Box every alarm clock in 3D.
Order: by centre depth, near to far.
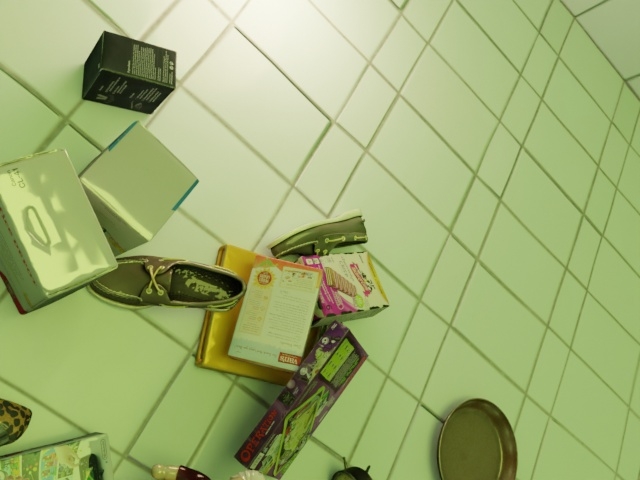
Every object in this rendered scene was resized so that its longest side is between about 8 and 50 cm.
[{"bbox_3d":[0.079,0.615,1.503,0.064,0.129,0.192,0,107,-37],"label":"alarm clock"}]

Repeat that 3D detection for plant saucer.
[{"bbox_3d":[0.429,0.598,1.789,0.310,0.050,0.310,9,74,-34],"label":"plant saucer"}]

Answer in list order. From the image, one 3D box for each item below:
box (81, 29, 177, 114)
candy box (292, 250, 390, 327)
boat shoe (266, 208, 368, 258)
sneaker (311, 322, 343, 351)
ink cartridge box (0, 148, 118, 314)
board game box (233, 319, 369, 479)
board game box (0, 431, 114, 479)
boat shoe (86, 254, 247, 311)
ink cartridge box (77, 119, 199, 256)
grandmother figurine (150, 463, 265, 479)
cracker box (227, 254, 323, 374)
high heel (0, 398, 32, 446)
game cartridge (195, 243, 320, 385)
[{"bbox_3d":[-0.408,-0.353,1.370,0.158,0.156,0.093,8,74,-33],"label":"box"},{"bbox_3d":[0.046,0.115,1.562,0.233,0.071,0.159,-4,65,-45],"label":"candy box"},{"bbox_3d":[0.003,-0.001,1.600,0.305,0.109,0.091,-19,85,-40],"label":"boat shoe"},{"bbox_3d":[0.006,0.247,1.528,0.057,0.075,0.161,30,34,-6],"label":"sneaker"},{"bbox_3d":[-0.496,-0.004,1.133,0.131,0.306,0.226,-27,95,-36],"label":"ink cartridge box"},{"bbox_3d":[-0.030,0.351,1.395,0.347,0.056,0.208,-52,148,-12],"label":"board game box"},{"bbox_3d":[-0.522,0.486,1.130,0.303,0.097,0.224,-6,82,-35],"label":"board game box"},{"bbox_3d":[-0.315,0.088,1.338,0.324,0.097,0.116,10,72,-20],"label":"boat shoe"},{"bbox_3d":[-0.393,-0.091,1.271,0.168,0.233,0.171,45,58,-20],"label":"ink cartridge box"},{"bbox_3d":[-0.251,0.509,1.175,0.342,0.104,0.208,-9,79,-31],"label":"grandmother figurine"},{"bbox_3d":[-0.095,0.162,1.408,0.156,0.067,0.232,13,71,4],"label":"cracker box"},{"bbox_3d":[-0.639,0.261,1.135,0.261,0.093,0.186,56,26,8],"label":"high heel"},{"bbox_3d":[-0.117,0.189,1.513,0.324,0.053,0.285,22,67,-32],"label":"game cartridge"}]
